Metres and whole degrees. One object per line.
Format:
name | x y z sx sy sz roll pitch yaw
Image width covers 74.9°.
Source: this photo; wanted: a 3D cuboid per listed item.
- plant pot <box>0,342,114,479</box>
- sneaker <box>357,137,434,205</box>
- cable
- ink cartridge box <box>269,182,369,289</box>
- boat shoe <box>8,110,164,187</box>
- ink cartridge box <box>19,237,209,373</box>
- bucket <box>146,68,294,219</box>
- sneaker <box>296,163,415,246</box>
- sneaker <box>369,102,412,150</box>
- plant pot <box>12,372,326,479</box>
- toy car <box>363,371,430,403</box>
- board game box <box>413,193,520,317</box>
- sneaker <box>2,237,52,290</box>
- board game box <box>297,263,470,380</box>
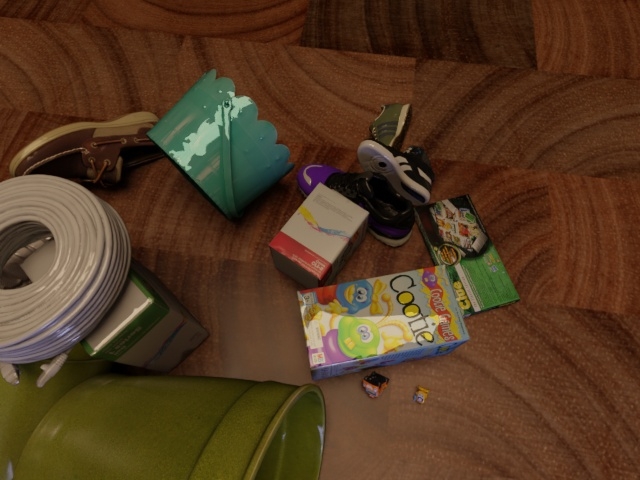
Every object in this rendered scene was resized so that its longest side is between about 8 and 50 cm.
plant pot | -0.516 0.307 0.679 0.274 0.275 0.294 12 81 6
sneaker | 0.171 -0.181 0.937 0.216 0.079 0.121 36 57 -29
cable | -0.398 0.032 0.573 0.257 0.089 0.257 34 73 15
ink cartridge box | 0.000 0.000 0.865 0.127 0.128 0.176 32 70 14
boat shoe | -0.487 -0.186 0.935 0.342 0.123 0.123 -33 82 -41
ink cartridge box | -0.338 0.113 0.736 0.201 0.278 0.117 41 75 17
bucket | -0.209 -0.188 0.882 0.281 0.281 0.183 42 81 18
sneaker | 0.079 -0.110 0.905 0.293 0.146 0.102 29 69 13
sneaker | 0.157 -0.257 1.025 0.086 0.064 0.192 15 70 24
plant pot | -0.216 0.352 0.609 0.352 0.367 0.367 9 65 17
toy car | 0.137 0.284 0.775 0.121 0.060 0.041 16 98 15
board game box | 0.308 0.028 0.904 0.136 0.030 0.260 -13 66 -8
sneaker | -0.636 -0.005 0.893 0.180 0.125 0.321 31 58 18
board game box | 0.105 0.156 0.783 0.274 0.144 0.142 -10 65 -4
